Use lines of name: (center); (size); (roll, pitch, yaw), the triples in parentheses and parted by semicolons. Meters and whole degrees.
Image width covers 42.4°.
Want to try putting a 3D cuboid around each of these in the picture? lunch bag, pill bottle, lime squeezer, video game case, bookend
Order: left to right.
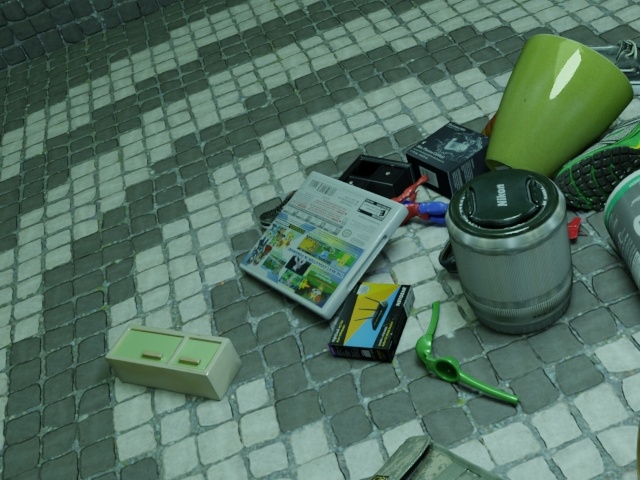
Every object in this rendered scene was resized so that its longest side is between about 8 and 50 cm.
video game case: (0.000, 0.000, 1.872); (0.329, 0.036, 0.300); (26, 74, 47)
bookend: (0.127, -0.128, 2.022); (0.156, 0.072, 0.157); (16, 51, 36)
lunch bag: (0.153, 0.441, 1.267); (0.235, 0.168, 0.287); (-44, 36, -22)
lime squeezer: (0.249, 0.227, 1.579); (0.110, 0.058, 0.310); (0, 30, -24)
pill bottle: (0.666, 0.038, 1.484); (0.204, 0.204, 0.361); (-15, 39, 6)

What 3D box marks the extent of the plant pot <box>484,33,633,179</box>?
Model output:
plant pot: (0.512, -0.267, 1.879); (0.275, 0.275, 0.293); (29, 83, 44)

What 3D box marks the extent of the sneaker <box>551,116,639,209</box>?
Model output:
sneaker: (0.661, -0.178, 1.827); (0.344, 0.134, 0.146); (-25, 21, -7)

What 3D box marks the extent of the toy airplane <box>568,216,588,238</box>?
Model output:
toy airplane: (0.495, -0.022, 1.769); (0.151, 0.028, 0.151); (-12, 38, 10)

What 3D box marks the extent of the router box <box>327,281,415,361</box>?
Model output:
router box: (0.107, 0.165, 1.704); (0.133, 0.046, 0.178); (1, 43, 26)

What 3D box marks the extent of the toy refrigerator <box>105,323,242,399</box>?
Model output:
toy refrigerator: (-0.314, 0.252, 1.750); (0.270, 0.094, 0.102); (5, 45, 28)

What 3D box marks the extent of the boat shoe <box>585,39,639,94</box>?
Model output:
boat shoe: (0.761, -0.443, 2.076); (0.336, 0.119, 0.121); (-1, 42, 20)

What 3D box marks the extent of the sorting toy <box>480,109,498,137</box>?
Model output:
sorting toy: (0.500, -0.354, 2.130); (0.126, 0.127, 0.365); (-24, 24, 47)

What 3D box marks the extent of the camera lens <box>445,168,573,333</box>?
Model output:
camera lens: (0.366, 0.017, 1.583); (0.220, 0.274, 0.219); (-12, 39, 10)

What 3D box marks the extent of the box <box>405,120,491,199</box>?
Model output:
box: (0.320, -0.195, 2.002); (0.158, 0.093, 0.156); (-35, 41, -20)

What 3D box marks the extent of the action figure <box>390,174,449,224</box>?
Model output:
action figure: (0.264, -0.093, 1.907); (0.281, 0.091, 0.139); (5, 53, 27)

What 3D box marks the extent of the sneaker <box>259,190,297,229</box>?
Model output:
sneaker: (-0.071, -0.088, 2.058); (0.178, 0.077, 0.072); (-19, 38, 3)

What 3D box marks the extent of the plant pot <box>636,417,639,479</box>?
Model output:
plant pot: (0.613, 0.330, 1.169); (0.255, 0.237, 0.237); (1, 41, 4)

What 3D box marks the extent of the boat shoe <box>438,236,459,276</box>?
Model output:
boat shoe: (0.339, -0.042, 1.737); (0.254, 0.079, 0.095); (-52, 41, 8)
